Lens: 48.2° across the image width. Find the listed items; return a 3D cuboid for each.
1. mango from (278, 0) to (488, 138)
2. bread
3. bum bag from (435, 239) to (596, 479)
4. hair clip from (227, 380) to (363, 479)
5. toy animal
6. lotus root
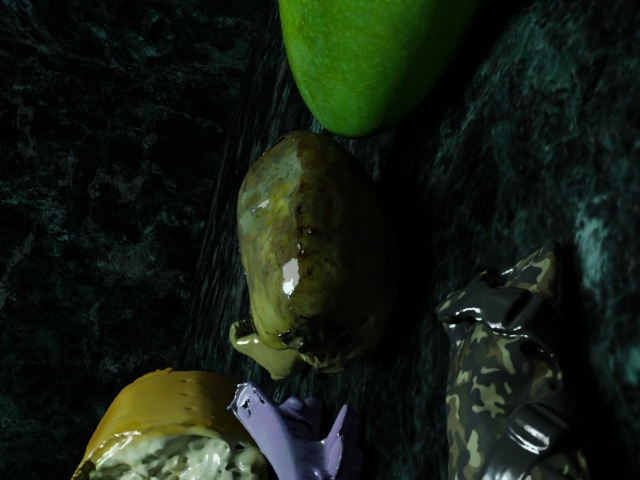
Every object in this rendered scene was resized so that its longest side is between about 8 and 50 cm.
[{"bbox_3d":[0.058,-0.249,0.663,0.382,0.201,0.225,107,148,-54],"label":"mango"},{"bbox_3d":[-0.246,0.376,1.066,0.394,0.250,0.361,-140,67,-76],"label":"bread"},{"bbox_3d":[0.102,0.094,0.387,0.102,0.069,0.248,-34,30,32],"label":"bum bag"},{"bbox_3d":[-0.014,0.212,0.705,0.137,0.090,0.278,-61,23,3],"label":"hair clip"},{"bbox_3d":[-0.031,0.090,0.888,0.101,0.103,0.219,44,123,33],"label":"toy animal"},{"bbox_3d":[0.000,0.000,0.712,0.275,0.151,0.160,-105,34,-47],"label":"lotus root"}]
